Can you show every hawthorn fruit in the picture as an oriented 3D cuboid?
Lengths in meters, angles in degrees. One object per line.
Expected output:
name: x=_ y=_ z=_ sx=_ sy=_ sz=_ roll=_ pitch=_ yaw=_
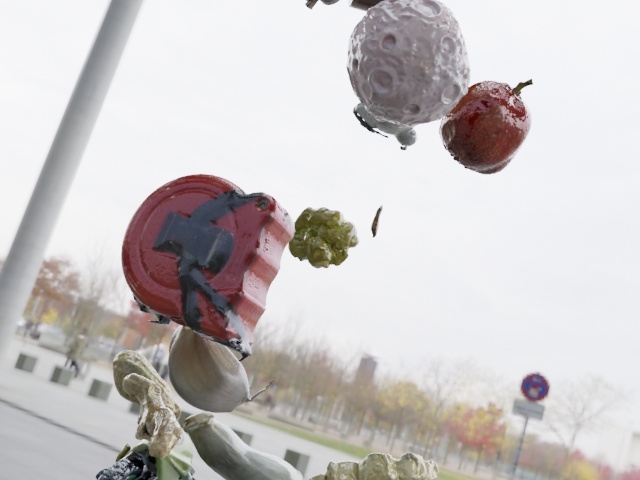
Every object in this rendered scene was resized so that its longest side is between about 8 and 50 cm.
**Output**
hawthorn fruit: x=0.402 y=-0.281 z=1.870 sx=0.205 sy=0.253 sz=0.205 roll=39 pitch=14 yaw=-11

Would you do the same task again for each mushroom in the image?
mushroom: x=-0.162 y=0.502 z=1.776 sx=0.351 sy=0.109 sz=0.097 roll=39 pitch=23 yaw=-15

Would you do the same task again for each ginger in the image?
ginger: x=-0.330 y=0.331 z=1.538 sx=0.075 sy=0.089 sz=0.288 roll=47 pitch=-8 yaw=-33

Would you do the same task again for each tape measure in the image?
tape measure: x=-0.179 y=0.026 z=1.217 sx=0.261 sy=0.253 sz=0.114 roll=16 pitch=-14 yaw=21

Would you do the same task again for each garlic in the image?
garlic: x=-0.348 y=0.405 z=2.549 sx=0.340 sy=0.246 sz=0.231 roll=43 pitch=-3 yaw=-4

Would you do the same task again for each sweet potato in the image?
sweet potato: x=0.173 y=-0.063 z=2.472 sx=0.026 sy=0.115 sz=0.026 roll=15 pitch=-19 yaw=5

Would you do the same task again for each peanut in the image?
peanut: x=-0.387 y=0.327 z=1.761 sx=0.194 sy=0.093 sz=0.083 roll=53 pitch=-26 yaw=-2

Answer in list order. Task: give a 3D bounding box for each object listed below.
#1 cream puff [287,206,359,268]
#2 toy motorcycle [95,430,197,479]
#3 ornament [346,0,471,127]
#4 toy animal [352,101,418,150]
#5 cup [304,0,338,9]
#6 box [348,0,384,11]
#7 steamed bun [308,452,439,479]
cream puff: x=-0.002 y=-0.004 z=2.404 sx=0.221 sy=0.194 sz=0.195 roll=2 pitch=-18 yaw=35
toy motorcycle: x=-0.360 y=0.508 z=1.644 sx=0.169 sy=0.237 sz=0.410 roll=42 pitch=-25 yaw=19
ornament: x=0.168 y=-0.348 z=1.580 sx=0.225 sy=0.259 sz=0.259 roll=-16 pitch=-14 yaw=0
toy animal: x=0.263 y=-0.458 z=2.359 sx=0.258 sy=0.194 sz=0.357 roll=38 pitch=-40 yaw=-6
cup: x=-0.007 y=-0.602 z=1.865 sx=0.102 sy=0.074 sz=0.099 roll=-17 pitch=-31 yaw=26
box: x=0.214 y=-0.730 z=2.137 sx=0.216 sy=0.300 sz=0.301 roll=17 pitch=-11 yaw=-5
steamed bun: x=0.113 y=0.571 z=1.779 sx=0.292 sy=0.137 sz=0.295 roll=-24 pitch=-31 yaw=25
